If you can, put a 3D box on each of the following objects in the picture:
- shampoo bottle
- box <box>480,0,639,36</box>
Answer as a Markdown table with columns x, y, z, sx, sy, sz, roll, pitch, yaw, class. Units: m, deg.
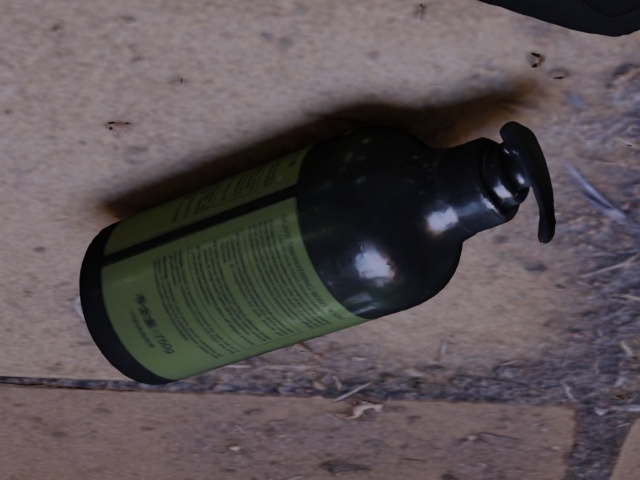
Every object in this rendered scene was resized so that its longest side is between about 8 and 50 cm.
| x | y | z | sx | sy | sz | roll | pitch | yaw | class |
| --- | --- | --- | --- | --- | --- | --- | --- | --- | --- |
| 0.000 | 0.000 | 1.040 | 0.284 | 0.101 | 0.101 | -20 | 143 | 33 | shampoo bottle |
| 0.061 | -0.216 | 0.674 | 0.359 | 0.091 | 0.350 | 15 | 148 | -16 | box |
